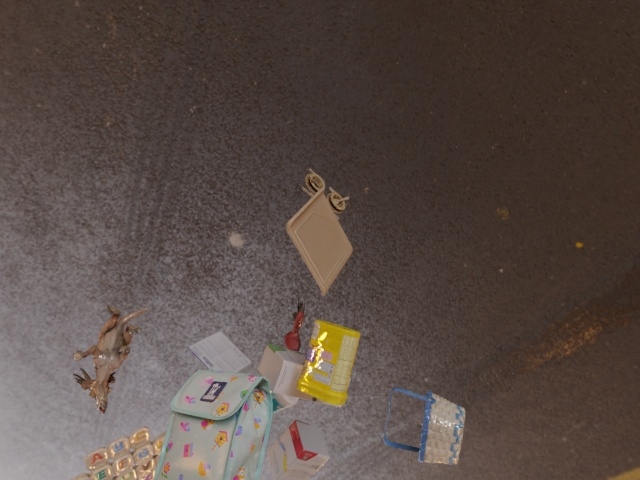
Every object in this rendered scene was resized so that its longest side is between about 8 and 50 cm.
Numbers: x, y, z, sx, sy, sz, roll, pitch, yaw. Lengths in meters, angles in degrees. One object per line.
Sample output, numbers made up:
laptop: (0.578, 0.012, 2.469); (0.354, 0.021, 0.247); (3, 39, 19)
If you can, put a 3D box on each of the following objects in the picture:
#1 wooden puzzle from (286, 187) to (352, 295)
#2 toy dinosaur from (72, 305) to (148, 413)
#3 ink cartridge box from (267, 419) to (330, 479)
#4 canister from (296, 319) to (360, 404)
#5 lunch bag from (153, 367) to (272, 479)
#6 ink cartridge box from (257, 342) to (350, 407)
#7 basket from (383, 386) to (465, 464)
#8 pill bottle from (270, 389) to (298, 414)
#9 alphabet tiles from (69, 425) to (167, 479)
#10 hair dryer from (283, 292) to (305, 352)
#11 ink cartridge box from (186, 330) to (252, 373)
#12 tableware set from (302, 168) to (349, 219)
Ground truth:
wooden puzzle: (0.000, 0.000, 1.147); (0.044, 0.221, 0.239); (-10, 116, 33)
toy dinosaur: (-0.612, 0.319, 1.182); (0.127, 0.296, 0.200); (24, 133, -14)
ink cartridge box: (-0.081, 0.754, 1.437); (0.128, 0.127, 0.176); (33, 103, -31)
canister: (0.022, 0.290, 0.986); (0.126, 0.170, 0.073); (11, 173, 34)
lunch bag: (-0.242, 0.440, 0.963); (0.223, 0.263, 0.160); (-6, 152, 30)
ink cartridge box: (-0.048, 0.383, 1.163); (0.219, 0.093, 0.160); (22, 175, -24)
basket: (0.398, 0.719, 1.579); (0.288, 0.201, 0.255); (10, 107, 13)
pill bottle: (-0.232, 0.692, 1.787); (0.264, 0.146, 0.146); (-32, 113, 19)
alphabet tiles: (-0.574, 0.674, 1.194); (0.021, 0.284, 0.278); (36, 130, 41)
hair dryer: (-0.126, 0.416, 1.930); (0.080, 0.294, 0.224); (6, 139, -7)
ink cartridge box: (-0.453, 0.523, 1.815); (0.223, 0.224, 0.045); (39, 111, 18)
tableware set: (0.026, -0.177, 1.489); (0.194, 0.128, 0.039); (39, 130, -22)
